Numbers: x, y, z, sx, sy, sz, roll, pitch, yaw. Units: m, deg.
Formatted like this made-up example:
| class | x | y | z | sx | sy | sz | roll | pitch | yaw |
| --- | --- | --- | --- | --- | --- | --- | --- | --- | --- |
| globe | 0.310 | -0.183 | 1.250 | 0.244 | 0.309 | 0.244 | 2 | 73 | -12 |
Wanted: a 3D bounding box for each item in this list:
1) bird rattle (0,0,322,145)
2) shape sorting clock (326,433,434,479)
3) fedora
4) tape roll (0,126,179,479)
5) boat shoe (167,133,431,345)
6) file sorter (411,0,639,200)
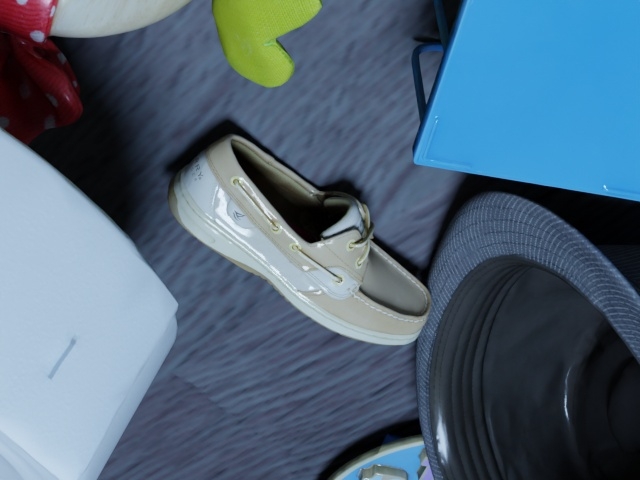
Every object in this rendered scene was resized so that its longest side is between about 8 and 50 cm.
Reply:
| class | x | y | z | sx | sy | sz | roll | pitch | yaw |
| --- | --- | --- | --- | --- | --- | --- | --- | --- | --- |
| bird rattle | -0.110 | -0.150 | 0.573 | 0.254 | 0.143 | 0.207 | -9 | 119 | 21 |
| shape sorting clock | 0.094 | 0.200 | 0.893 | 0.206 | 0.040 | 0.206 | -1 | 129 | -1 |
| fedora | 0.164 | 0.091 | 0.720 | 0.124 | 0.244 | 0.275 | -17 | 132 | -27 |
| tape roll | -0.211 | 0.018 | 0.598 | 0.286 | 0.100 | 0.286 | 23 | 155 | 11 |
| boat shoe | 0.000 | 0.000 | 0.707 | 0.170 | 0.063 | 0.059 | 30 | 125 | -21 |
| file sorter | 0.116 | -0.122 | 0.585 | 0.118 | 0.104 | 0.170 | 8 | 129 | -10 |
